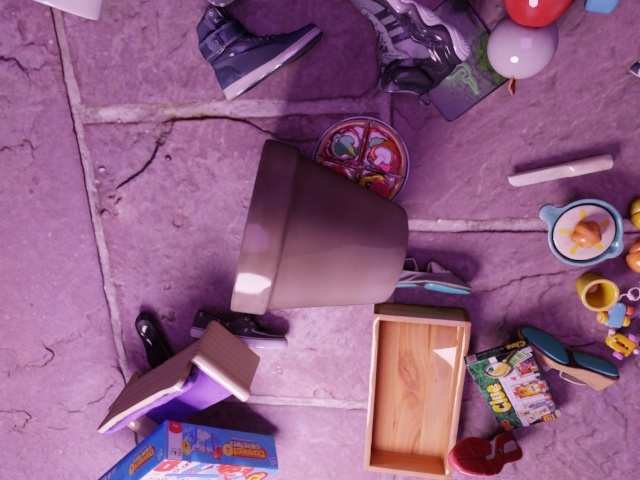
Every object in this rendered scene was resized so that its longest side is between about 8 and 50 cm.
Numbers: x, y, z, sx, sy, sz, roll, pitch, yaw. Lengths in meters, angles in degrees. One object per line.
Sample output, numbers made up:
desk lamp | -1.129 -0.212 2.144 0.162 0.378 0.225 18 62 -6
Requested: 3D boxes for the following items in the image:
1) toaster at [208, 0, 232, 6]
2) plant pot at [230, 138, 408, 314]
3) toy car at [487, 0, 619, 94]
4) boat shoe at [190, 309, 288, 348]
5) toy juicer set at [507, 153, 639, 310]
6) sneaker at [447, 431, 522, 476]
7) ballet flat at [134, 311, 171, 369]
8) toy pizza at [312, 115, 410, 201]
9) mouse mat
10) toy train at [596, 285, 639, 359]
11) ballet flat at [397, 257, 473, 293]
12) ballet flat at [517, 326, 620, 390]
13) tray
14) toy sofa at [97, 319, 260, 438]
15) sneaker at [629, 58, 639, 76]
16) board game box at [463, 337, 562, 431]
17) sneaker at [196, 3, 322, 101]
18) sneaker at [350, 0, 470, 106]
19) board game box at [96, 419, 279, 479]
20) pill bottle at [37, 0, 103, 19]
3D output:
toaster | -0.151 -0.532 0.794 0.227 0.129 0.146 -33 76 10
plant pot | 0.000 0.000 0.876 0.281 0.323 0.322 13 109 -8
toy car | 0.353 -0.371 0.788 0.219 0.210 0.237 18 139 16
boat shoe | -0.185 0.202 1.079 0.229 0.080 0.076 7 82 8
toy juicer set | 0.537 -0.037 0.888 0.209 0.089 0.329 -32 100 16
sneaker | 0.343 0.499 1.041 0.221 0.087 0.128 10 133 -31
ballet flat | -0.406 0.253 1.145 0.058 0.049 0.173 -16 111 -10
toy pizza | 0.080 -0.150 0.948 0.202 0.032 0.201 2 108 8
mouse mat | 0.252 -0.341 0.878 0.153 0.007 0.189 -36 98 17
toy train | 0.642 0.176 0.966 0.125 0.046 0.166 -31 98 4
ballet flat | 0.214 0.072 0.983 0.214 0.072 0.068 4 77 4
ballet flat | 0.516 0.262 0.994 0.232 0.080 0.073 24 124 2
tray | 0.212 0.346 1.063 0.203 0.076 0.410 4 107 7
toy sofa | -0.317 0.346 1.036 0.363 0.177 0.150 -35 111 30
sneaker | 0.642 -0.227 0.824 0.091 0.094 0.258 -31 97 34
board game box | 0.419 0.318 1.005 0.136 0.030 0.259 -23 121 20
sneaker | -0.125 -0.389 0.874 0.226 0.086 0.163 -26 105 16
sneaker | 0.121 -0.354 0.834 0.269 0.101 0.153 32 107 -5
board game box | -0.313 0.554 1.100 0.302 0.086 0.308 27 121 -37
pill bottle | -0.430 -0.605 0.778 0.224 0.224 0.392 23 109 1
